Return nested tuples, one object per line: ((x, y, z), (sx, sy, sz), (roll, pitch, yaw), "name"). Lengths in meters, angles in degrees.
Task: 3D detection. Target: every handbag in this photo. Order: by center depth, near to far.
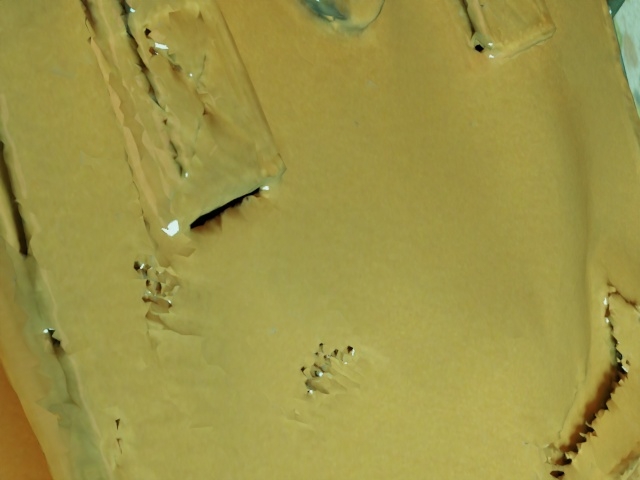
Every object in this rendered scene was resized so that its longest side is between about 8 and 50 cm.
((0.000, 0.000, 0.718), (0.410, 0.116, 0.303), (-32, 109, -55), "handbag")

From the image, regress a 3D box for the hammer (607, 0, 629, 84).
((0.184, -0.102, 1.212), (0.035, 0.019, 0.110), (-51, 128, -54), "hammer")
